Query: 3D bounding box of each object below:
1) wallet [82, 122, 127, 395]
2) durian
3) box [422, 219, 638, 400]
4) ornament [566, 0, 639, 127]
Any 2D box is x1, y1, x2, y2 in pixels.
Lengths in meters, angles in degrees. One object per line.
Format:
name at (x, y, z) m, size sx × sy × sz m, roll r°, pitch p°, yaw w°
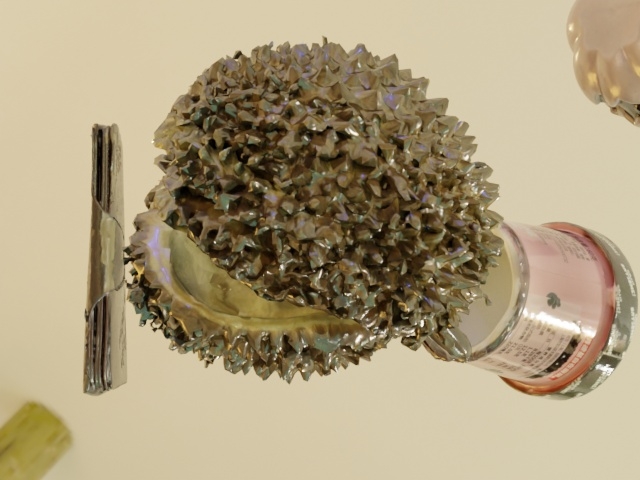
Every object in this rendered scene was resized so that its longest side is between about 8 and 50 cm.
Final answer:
wallet at (-0.184, 0.018, 1.040) m, size 0.031 × 0.232 × 0.122 m, roll 1°, pitch -4°, yaw -5°
durian at (0.000, 0.000, 0.597) m, size 0.196 × 0.167 × 0.196 m, roll 29°, pitch -23°, yaw 13°
box at (0.161, 0.050, 0.980) m, size 0.135 × 0.151 × 0.151 m, roll 14°, pitch -26°, yaw -38°
ornament at (0.298, -0.174, 0.978) m, size 0.177 × 0.177 × 0.177 m, roll 20°, pitch -46°, yaw 22°
